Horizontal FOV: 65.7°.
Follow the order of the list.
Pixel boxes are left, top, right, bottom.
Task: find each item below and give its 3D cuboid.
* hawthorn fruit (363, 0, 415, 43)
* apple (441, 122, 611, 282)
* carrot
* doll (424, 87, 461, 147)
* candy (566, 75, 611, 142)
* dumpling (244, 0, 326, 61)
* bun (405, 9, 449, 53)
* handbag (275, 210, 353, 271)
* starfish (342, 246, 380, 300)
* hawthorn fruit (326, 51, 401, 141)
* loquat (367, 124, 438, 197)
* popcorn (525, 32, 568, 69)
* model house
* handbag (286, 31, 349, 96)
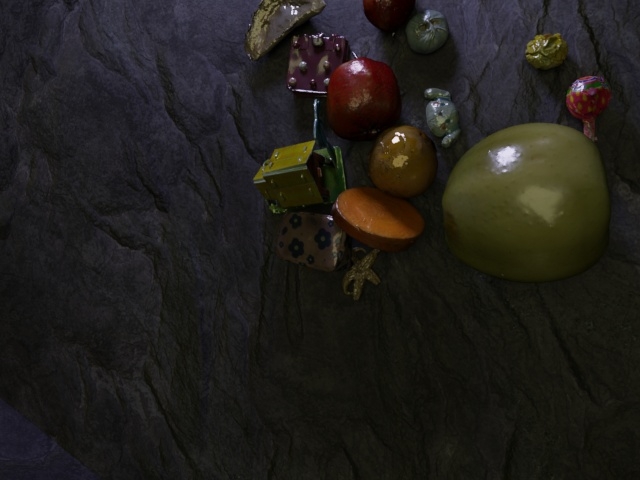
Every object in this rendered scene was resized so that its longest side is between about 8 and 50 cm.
[{"bbox_3d":[0.225,-0.761,1.608,0.181,0.181,0.235,-2,92,17],"label":"hawthorn fruit"},{"bbox_3d":[0.575,-0.104,1.401,0.474,0.473,0.473,1,93,17],"label":"apple"},{"bbox_3d":[0.179,-0.068,1.595,0.307,0.258,0.100,9,128,-17],"label":"carrot"},{"bbox_3d":[0.399,-0.405,1.625,0.104,0.071,0.214,-15,80,5],"label":"doll"},{"bbox_3d":[0.817,-0.308,1.499,0.124,0.124,0.365,-7,101,17],"label":"candy"},{"bbox_3d":[-0.144,-0.786,1.763,0.332,0.086,0.166,-29,85,16],"label":"dumpling"},{"bbox_3d":[0.348,-0.686,1.621,0.141,0.083,0.140,0,89,17],"label":"bun"},{"bbox_3d":[0.000,0.000,1.688,0.252,0.193,0.190,12,91,27],"label":"handbag"},{"bbox_3d":[0.145,0.106,1.735,0.150,0.053,0.209,37,100,8],"label":"starfish"},{"bbox_3d":[0.132,-0.485,1.629,0.254,0.254,0.300,-19,71,17],"label":"hawthorn fruit"},{"bbox_3d":[0.263,-0.251,1.590,0.235,0.235,0.235,1,93,17],"label":"loquat"},{"bbox_3d":[0.689,-0.578,1.511,0.121,0.106,0.116,39,112,11],"label":"popcorn"},{"bbox_3d":[-0.105,-0.273,1.651,0.300,0.324,0.340,-8,90,16],"label":"model house"},{"bbox_3d":[-0.012,-0.615,1.738,0.203,0.074,0.216,8,95,16],"label":"handbag"}]
